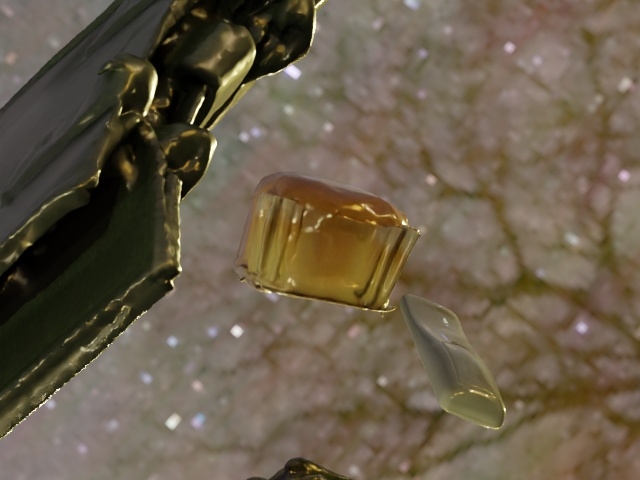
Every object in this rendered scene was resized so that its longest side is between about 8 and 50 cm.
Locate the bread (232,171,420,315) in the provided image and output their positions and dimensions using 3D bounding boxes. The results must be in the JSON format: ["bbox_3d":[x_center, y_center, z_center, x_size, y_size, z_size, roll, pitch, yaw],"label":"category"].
[{"bbox_3d":[0.000,0.000,1.678,0.241,0.136,0.107,-154,77,-85],"label":"bread"}]

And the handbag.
[{"bbox_3d":[-0.115,0.001,0.730,0.260,0.079,0.247,-41,14,29],"label":"handbag"}]

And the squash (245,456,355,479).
[{"bbox_3d":[0.061,0.215,1.112,0.287,0.137,0.137,29,-79,-44],"label":"squash"}]

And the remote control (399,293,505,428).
[{"bbox_3d":[0.094,0.080,1.389,0.027,0.050,0.184,-63,16,15],"label":"remote control"}]
